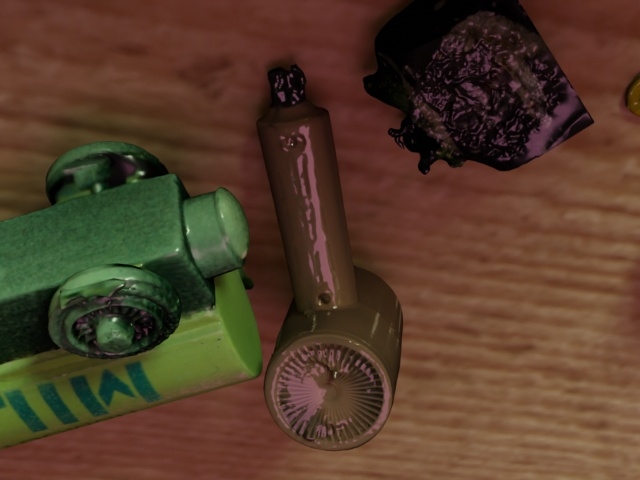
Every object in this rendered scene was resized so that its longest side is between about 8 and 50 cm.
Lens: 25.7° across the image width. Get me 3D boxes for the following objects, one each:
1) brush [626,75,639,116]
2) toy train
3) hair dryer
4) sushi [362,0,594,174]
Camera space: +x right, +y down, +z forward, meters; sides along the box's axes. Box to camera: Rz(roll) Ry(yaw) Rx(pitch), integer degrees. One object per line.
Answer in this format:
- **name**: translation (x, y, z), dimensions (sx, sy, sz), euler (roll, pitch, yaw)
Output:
- **brush**: translation (0.247, -0.117, 0.707), dimensions (0.205, 0.011, 0.083), euler (-29, 132, 10)
- **toy train**: translation (-0.143, 0.046, 0.673), dimensions (0.253, 0.105, 0.157), euler (-17, 143, 8)
- **hair dryer**: translation (0.000, 0.000, 0.694), dimensions (0.064, 0.117, 0.181), euler (-7, 108, 9)
- **sushi**: translation (0.068, -0.074, 0.661), dimensions (0.085, 0.056, 0.083), euler (-32, 131, 10)
